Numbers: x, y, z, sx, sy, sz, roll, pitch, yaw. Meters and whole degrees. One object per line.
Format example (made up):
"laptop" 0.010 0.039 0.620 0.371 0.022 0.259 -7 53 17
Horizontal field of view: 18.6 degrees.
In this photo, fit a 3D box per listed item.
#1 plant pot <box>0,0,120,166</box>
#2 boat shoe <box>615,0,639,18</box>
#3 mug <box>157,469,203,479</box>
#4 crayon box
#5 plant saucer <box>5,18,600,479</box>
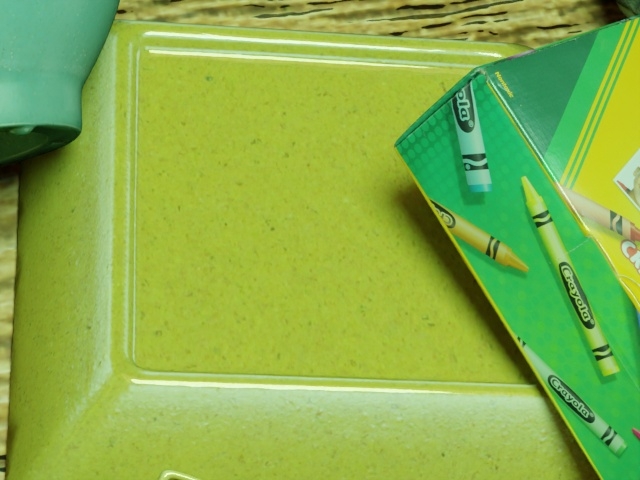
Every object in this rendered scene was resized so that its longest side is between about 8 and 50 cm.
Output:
"plant pot" -0.227 -0.133 1.023 0.293 0.293 0.196 -9 85 -16
"boat shoe" 0.260 -0.103 1.166 0.122 0.120 0.324 -22 40 4
"mug" -0.074 0.161 0.956 0.064 0.078 0.062 23 19 -4
"crayon box" 0.180 0.027 1.015 0.165 0.081 0.278 -22 76 -46
"plant saucer" 0.000 0.000 1.071 0.332 0.081 0.333 2 56 -8
